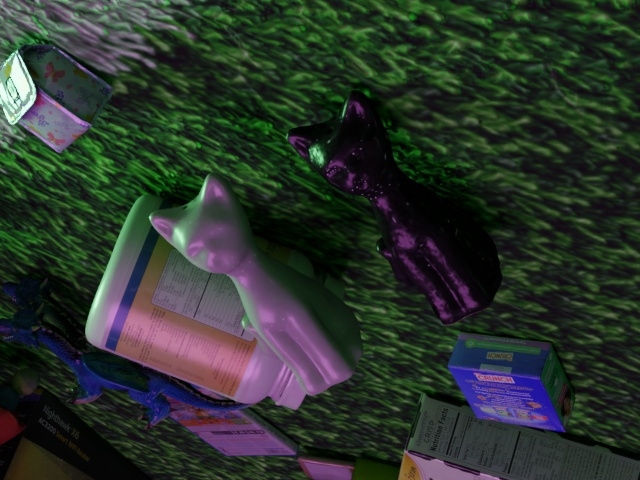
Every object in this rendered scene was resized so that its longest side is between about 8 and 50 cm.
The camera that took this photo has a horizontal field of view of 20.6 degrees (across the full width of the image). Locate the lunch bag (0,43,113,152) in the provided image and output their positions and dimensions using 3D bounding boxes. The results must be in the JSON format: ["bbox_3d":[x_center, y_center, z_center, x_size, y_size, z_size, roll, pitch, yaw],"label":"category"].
[{"bbox_3d":[-0.221,-0.117,1.411,0.083,0.053,0.071,38,148,-16],"label":"lunch bag"}]

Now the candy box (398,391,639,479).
[{"bbox_3d":[0.199,0.245,1.792,0.233,0.071,0.159,17,154,7],"label":"candy box"}]

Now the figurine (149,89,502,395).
[{"bbox_3d":[0.000,0.000,1.380,0.215,0.092,0.209,-29,125,17],"label":"figurine"}]

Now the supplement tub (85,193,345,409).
[{"bbox_3d":[-0.092,0.058,1.551,0.199,0.144,0.144,21,154,-4],"label":"supplement tub"}]

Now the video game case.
[{"bbox_3d":[-0.118,0.200,1.988,0.119,0.015,0.166,-7,143,43],"label":"video game case"}]

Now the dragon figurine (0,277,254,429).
[{"bbox_3d":[-0.199,0.123,1.816,0.289,0.085,0.144,17,154,9],"label":"dragon figurine"}]

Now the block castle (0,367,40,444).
[{"bbox_3d":[-0.401,0.173,1.799,0.303,0.213,0.453,42,171,37],"label":"block castle"}]

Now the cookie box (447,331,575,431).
[{"bbox_3d":[0.178,0.131,1.622,0.091,0.040,0.107,7,151,26],"label":"cookie box"}]

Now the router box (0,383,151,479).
[{"bbox_3d":[-0.333,0.357,2.179,0.081,0.243,0.309,1,149,33],"label":"router box"}]

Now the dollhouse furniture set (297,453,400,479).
[{"bbox_3d":[0.001,0.412,1.984,0.151,0.302,0.197,8,154,17],"label":"dollhouse furniture set"}]
